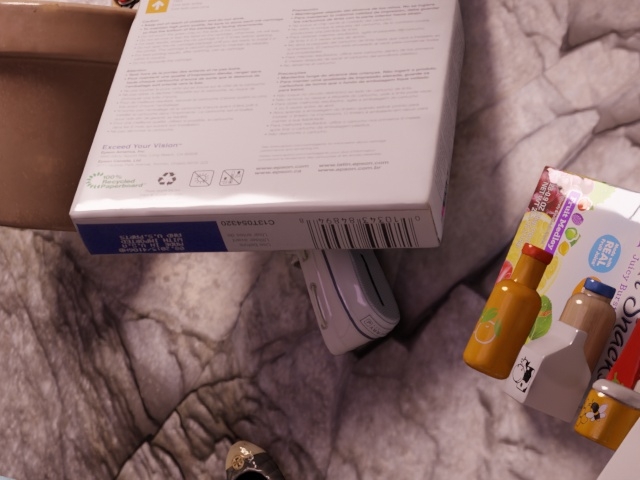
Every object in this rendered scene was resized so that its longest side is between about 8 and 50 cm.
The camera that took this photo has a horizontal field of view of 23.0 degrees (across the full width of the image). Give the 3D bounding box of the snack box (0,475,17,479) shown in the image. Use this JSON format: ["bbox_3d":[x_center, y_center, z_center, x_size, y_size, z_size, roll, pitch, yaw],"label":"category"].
[{"bbox_3d":[-0.324,0.370,1.499,0.322,0.187,0.060,-49,47,14],"label":"snack box"}]

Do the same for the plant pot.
[{"bbox_3d":[-0.272,-0.126,1.659,0.263,0.263,0.229,5,92,43],"label":"plant pot"}]

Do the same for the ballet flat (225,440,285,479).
[{"bbox_3d":[-0.054,0.251,1.409,0.057,0.049,0.173,-37,51,23],"label":"ballet flat"}]

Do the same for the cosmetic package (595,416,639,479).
[{"bbox_3d":[0.272,0.226,1.020,0.156,0.217,0.385,37,95,44],"label":"cosmetic package"}]

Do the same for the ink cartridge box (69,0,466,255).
[{"bbox_3d":[-0.035,-0.131,1.449,0.324,0.071,0.330,-1,49,16],"label":"ink cartridge box"}]

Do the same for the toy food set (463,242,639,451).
[{"bbox_3d":[0.196,0.078,1.117,0.104,0.111,0.232,-67,15,2],"label":"toy food set"}]

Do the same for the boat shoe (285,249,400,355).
[{"bbox_3d":[0.000,0.000,1.452,0.076,0.083,0.226,-34,52,24],"label":"boat shoe"}]

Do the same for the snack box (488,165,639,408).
[{"bbox_3d":[0.236,0.051,1.229,0.207,0.070,0.174,20,86,43],"label":"snack box"}]

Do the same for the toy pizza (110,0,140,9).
[{"bbox_3d":[-0.173,-0.318,1.786,0.201,0.032,0.201,-19,59,35],"label":"toy pizza"}]
